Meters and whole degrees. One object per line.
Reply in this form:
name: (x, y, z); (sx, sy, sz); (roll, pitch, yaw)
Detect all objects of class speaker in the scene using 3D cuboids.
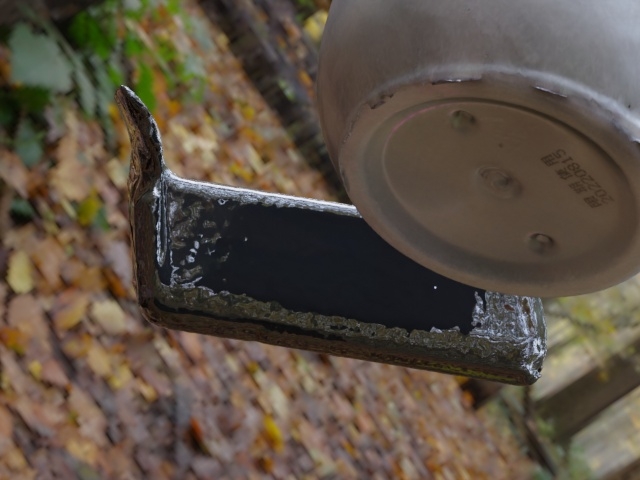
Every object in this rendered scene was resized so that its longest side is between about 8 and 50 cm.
speaker: (0.000, 0.000, 1.255); (0.388, 0.184, 0.180); (11, 0, -10)

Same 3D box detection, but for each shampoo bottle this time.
shampoo bottle: (0.142, -0.126, 0.946); (0.273, 0.273, 0.266); (53, 44, -41)
